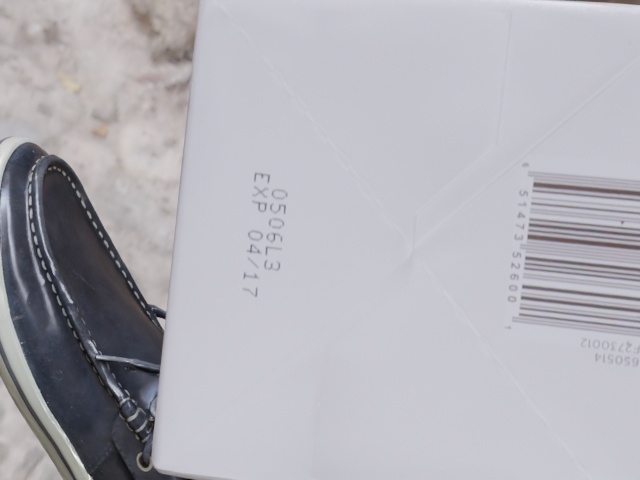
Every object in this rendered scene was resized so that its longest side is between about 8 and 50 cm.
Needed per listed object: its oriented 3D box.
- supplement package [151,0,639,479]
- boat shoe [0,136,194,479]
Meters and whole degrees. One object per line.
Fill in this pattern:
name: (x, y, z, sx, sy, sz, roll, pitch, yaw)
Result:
supplement package: (0.074, 0.009, 0.675, 0.175, 0.293, 0.177, 6, 90, 18)
boat shoe: (-0.127, 0.140, 1.288, 0.500, 0.156, 0.187, 66, 17, -3)
